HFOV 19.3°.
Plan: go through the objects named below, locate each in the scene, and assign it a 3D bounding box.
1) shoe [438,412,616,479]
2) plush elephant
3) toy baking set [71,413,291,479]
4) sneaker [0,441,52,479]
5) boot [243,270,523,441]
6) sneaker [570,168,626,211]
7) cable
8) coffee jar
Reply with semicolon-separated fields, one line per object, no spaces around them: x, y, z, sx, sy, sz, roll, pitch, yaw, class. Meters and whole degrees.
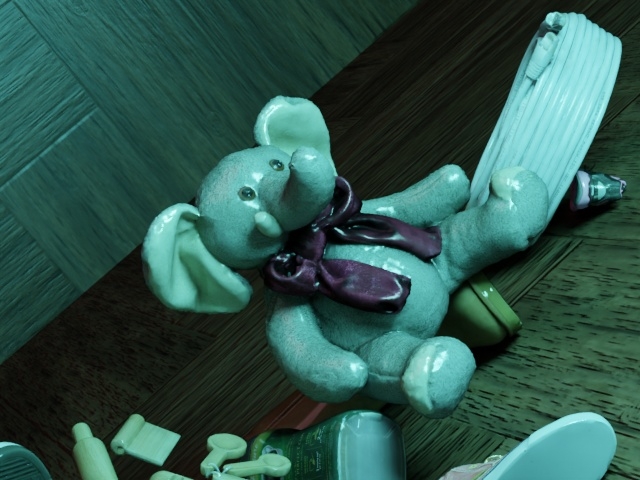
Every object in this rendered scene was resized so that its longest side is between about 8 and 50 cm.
0.146;0.184;1.454;0.178;0.063;0.081;-41;17;8;shoe
0.000;0.000;1.707;0.330;0.255;0.272;-16;37;54;plush elephant
-0.106;0.206;1.584;0.256;0.197;0.030;-120;36;-64;toy baking set
-0.312;0.290;1.686;0.124;0.295;0.178;-21;31;-40;sneaker
0.058;0.137;1.833;0.269;0.089;0.236;-41;4;-8;boot
0.288;-0.053;1.952;0.057;0.047;0.119;-4;6;3;sneaker
0.231;-0.115;1.976;0.257;0.089;0.257;-62;-6;-77;cable
-0.003;0.211;1.703;0.184;0.079;0.096;-19;68;55;coffee jar
